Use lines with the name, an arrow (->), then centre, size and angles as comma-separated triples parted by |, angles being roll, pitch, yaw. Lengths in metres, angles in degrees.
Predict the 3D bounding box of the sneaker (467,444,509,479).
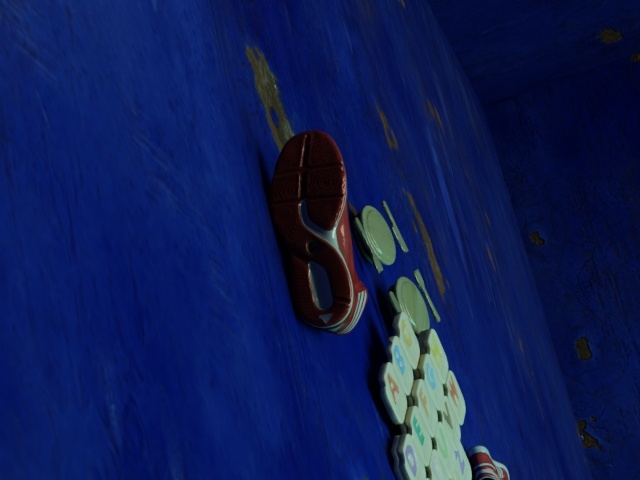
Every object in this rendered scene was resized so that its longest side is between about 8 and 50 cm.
sneaker -> 0.262, 0.367, 2.142 | 0.118, 0.042, 0.067 | 47, 22, -44

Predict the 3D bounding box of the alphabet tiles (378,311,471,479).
alphabet tiles -> 0.140, 0.240, 1.771 | 0.284, 0.021, 0.278 | -68, 139, -58

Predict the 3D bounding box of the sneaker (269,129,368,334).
sneaker -> 0.000, 0.000, 1.526 | 0.128, 0.087, 0.221 | 60, 27, -70

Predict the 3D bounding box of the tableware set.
tableware set -> 0.090, 0.046, 1.894 | 0.194, 0.039, 0.128 | 65, 25, -3
